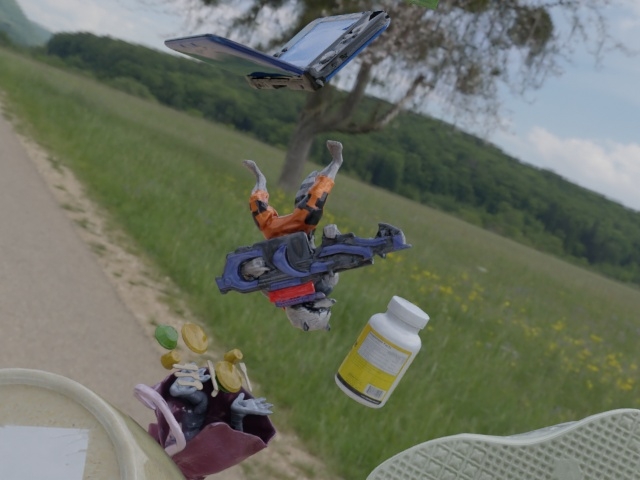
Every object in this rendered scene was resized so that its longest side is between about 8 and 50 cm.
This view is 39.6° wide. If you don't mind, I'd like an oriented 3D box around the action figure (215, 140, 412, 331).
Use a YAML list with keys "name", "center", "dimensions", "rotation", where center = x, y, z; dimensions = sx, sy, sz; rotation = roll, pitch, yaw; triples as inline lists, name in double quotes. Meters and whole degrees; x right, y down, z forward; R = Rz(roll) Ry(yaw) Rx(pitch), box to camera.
- name: "action figure"
  center: [0.000, 0.000, 1.556]
  dimensions: [0.342, 0.330, 0.178]
  rotation: [-5, -17, 15]

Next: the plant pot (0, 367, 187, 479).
- name: "plant pot"
  center: [-0.170, 0.192, 0.521]
  dimensions: [0.257, 0.256, 0.274]
  rotation: [22, -37, 6]

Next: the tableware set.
- name: "tableware set"
  center: [-0.161, 0.162, 1.212]
  dimensions: [0.154, 0.024, 0.104]
  rotation: [16, 46, -51]

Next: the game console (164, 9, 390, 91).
- name: "game console"
  center: [-0.076, -0.334, 1.425]
  dimensions: [0.173, 0.250, 0.293]
  rotation: [51, -12, -24]

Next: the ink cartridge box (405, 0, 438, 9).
- name: "ink cartridge box"
  center: [0.185, -0.492, 1.481]
  dimensions: [0.109, 0.209, 0.062]
  rotation: [12, 26, -14]

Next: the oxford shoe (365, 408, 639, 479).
- name: "oxford shoe"
  center: [0.279, 0.349, 1.272]
  dimensions: [0.450, 0.169, 0.130]
  rotation: [-13, -21, -3]

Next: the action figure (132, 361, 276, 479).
- name: "action figure"
  center: [-0.245, 0.413, 1.629]
  dimensions: [0.248, 0.370, 0.276]
  rotation: [45, 29, 20]

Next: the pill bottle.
- name: "pill bottle"
  center: [0.111, 0.193, 1.556]
  dimensions: [0.103, 0.184, 0.103]
  rotation: [30, 9, -5]
